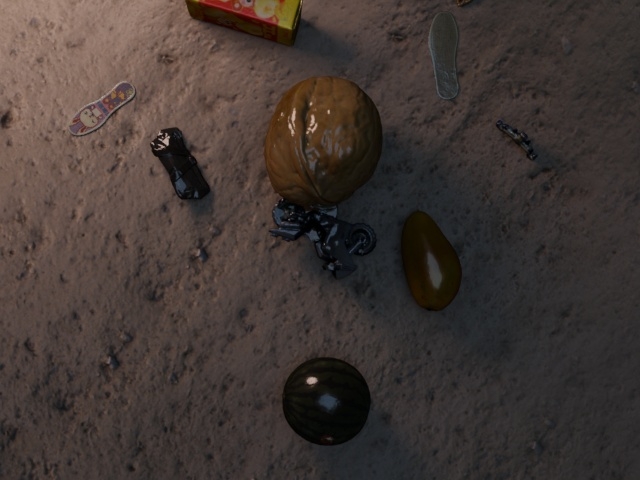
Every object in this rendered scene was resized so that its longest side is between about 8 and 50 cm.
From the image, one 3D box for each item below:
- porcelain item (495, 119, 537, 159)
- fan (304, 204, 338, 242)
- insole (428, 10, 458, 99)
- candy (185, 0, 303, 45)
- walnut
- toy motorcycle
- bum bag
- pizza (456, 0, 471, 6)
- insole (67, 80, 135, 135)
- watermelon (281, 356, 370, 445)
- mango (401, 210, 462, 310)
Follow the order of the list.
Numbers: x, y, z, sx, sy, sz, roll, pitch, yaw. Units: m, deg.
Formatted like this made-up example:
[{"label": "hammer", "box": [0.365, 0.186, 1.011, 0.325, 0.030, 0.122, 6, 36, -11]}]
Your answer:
[{"label": "porcelain item", "box": [0.505, -0.259, 1.889, 0.136, 0.075, 0.021, 43, 87, -2]}, {"label": "fan", "box": [-0.010, -0.113, 1.881, 0.152, 0.008, 0.227, 28, 87, -2]}, {"label": "insole", "box": [0.319, -0.477, 1.920, 0.080, 0.003, 0.232, -3, 88, -4]}, {"label": "candy", "box": [-0.186, -0.568, 1.821, 0.276, 0.146, 0.088, 16, 86, -2]}, {"label": "walnut", "box": [0.007, -0.227, 1.754, 0.277, 0.252, 0.313, 1, 61, 3]}, {"label": "toy motorcycle", "box": [0.000, 0.000, 1.826, 0.270, 0.106, 0.159, 18, 84, -8]}, {"label": "bum bag", "box": [-0.349, -0.184, 1.843, 0.087, 0.049, 0.198, -29, 89, -29]}, {"label": "pizza", "box": [0.376, -0.649, 1.919, 0.100, 0.029, 0.099, 16, 88, -3]}, {"label": "insole", "box": [-0.543, -0.327, 1.855, 0.197, 0.004, 0.065, -37, 90, -4]}, {"label": "watermelon", "box": [0.012, 0.379, 1.765, 0.212, 0.212, 0.212, 0, 88, -4]}, {"label": "mango", "box": [0.273, 0.048, 1.845, 0.138, 0.113, 0.253, -13, 82, 0]}]
